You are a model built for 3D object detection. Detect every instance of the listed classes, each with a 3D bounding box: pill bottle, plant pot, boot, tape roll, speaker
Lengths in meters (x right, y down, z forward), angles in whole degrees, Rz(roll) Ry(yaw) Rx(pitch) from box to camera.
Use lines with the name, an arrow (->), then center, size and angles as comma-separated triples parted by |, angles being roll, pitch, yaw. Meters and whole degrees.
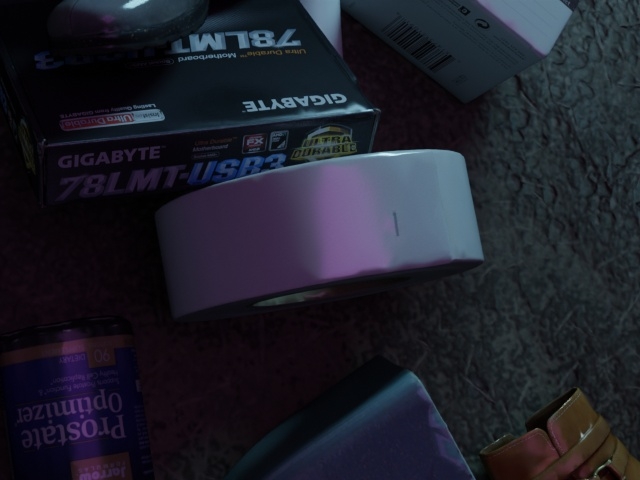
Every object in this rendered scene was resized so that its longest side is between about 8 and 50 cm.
pill bottle -> -0.210, 0.183, 1.125 | 0.122, 0.123, 0.219 | -7, 83, -21
plant pot -> 0.019, 0.276, 1.138 | 0.252, 0.248, 0.247 | -30, 91, -4
boot -> -0.146, -0.301, 1.078 | 0.338, 0.118, 0.223 | -58, 144, -54
tape roll -> 0.000, 0.000, 1.148 | 0.286, 0.286, 0.100 | -7, 83, -21
boot -> 0.311, 0.248, 1.327 | 0.283, 0.109, 0.220 | -28, 87, -15
speaker -> -0.003, -0.181, 1.303 | 0.055, 0.055, 0.136 | 1, 81, -20

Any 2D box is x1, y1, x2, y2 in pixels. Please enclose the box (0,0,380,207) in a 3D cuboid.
box -> -0.139, -0.155, 1.148 | 0.295, 0.073, 0.293 | -8, 40, -21

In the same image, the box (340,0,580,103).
box -> 0.143, -0.254, 1.301 | 0.181, 0.182, 0.119 | 36, 71, -11
